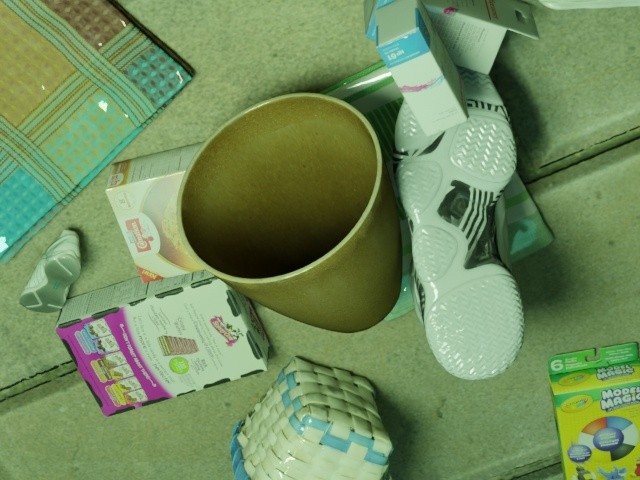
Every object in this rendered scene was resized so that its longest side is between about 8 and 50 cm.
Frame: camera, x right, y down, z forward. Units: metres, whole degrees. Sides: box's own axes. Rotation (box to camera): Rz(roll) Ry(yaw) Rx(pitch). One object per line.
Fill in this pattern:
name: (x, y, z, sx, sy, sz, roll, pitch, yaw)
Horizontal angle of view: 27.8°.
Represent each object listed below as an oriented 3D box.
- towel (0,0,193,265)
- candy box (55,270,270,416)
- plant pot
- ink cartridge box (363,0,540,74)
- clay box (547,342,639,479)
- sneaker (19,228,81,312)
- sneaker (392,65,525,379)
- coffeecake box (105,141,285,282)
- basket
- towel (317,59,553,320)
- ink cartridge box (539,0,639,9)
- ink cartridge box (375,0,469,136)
towel: (-0.368, -0.158, 1.527, 0.370, 0.040, 0.271, -40, 115, 22)
candy box: (-0.202, 0.122, 1.682, 0.234, 0.071, 0.159, -16, 120, 11)
plant pot: (0.000, 0.000, 1.477, 0.237, 0.237, 0.254, -21, 144, 13)
ink cartridge box: (0.143, -0.244, 1.434, 0.181, 0.104, 0.061, 15, 122, -9)
clay box: (0.386, 0.247, 1.770, 0.128, 0.053, 0.222, -11, 122, 6)
sneaker: (-0.337, 0.042, 1.647, 0.054, 0.061, 0.152, 23, 139, -22)
sneaker: (0.156, -0.024, 1.521, 0.138, 0.210, 0.365, -6, 88, 0)
coffeecake box: (-0.150, -0.040, 1.583, 0.186, 0.068, 0.142, -13, 122, 8)
basket: (-0.026, 0.325, 1.703, 0.201, 0.254, 0.289, 25, 107, -17)
towel: (0.107, -0.066, 1.585, 0.248, 0.038, 0.324, -26, 118, 15)
ink cartridge box: (0.342, -0.427, 1.222, 0.279, 0.160, 0.384, -4, 134, -12)
ink cartridge box: (0.106, -0.184, 1.357, 0.052, 0.088, 0.122, -23, 122, 18)
